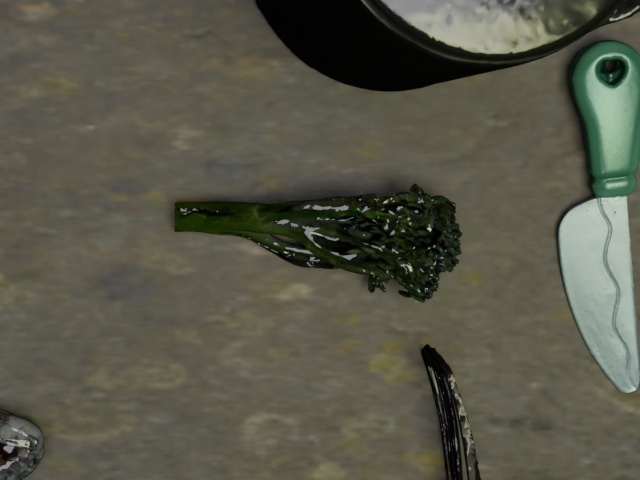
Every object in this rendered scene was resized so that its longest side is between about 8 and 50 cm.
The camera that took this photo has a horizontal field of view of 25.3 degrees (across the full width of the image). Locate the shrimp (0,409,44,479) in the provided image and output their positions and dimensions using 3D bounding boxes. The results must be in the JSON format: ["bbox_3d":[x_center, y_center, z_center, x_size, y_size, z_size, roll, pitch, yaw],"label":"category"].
[{"bbox_3d":[-0.275,0.137,0.986,0.165,0.056,0.065,15,110,-17],"label":"shrimp"}]

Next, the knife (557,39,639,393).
[{"bbox_3d":[0.204,-0.014,1.033,0.063,0.034,0.260,-2,99,-2],"label":"knife"}]

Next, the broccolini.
[{"bbox_3d":[0.000,-0.016,1.004,0.203,0.091,0.068,15,51,4],"label":"broccolini"}]

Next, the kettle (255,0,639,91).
[{"bbox_3d":[0.049,-0.215,0.855,0.203,0.308,0.262,-37,99,-2],"label":"kettle"}]

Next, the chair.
[{"bbox_3d":[0.067,0.189,1.013,0.101,0.084,0.212,-20,98,-7],"label":"chair"}]
